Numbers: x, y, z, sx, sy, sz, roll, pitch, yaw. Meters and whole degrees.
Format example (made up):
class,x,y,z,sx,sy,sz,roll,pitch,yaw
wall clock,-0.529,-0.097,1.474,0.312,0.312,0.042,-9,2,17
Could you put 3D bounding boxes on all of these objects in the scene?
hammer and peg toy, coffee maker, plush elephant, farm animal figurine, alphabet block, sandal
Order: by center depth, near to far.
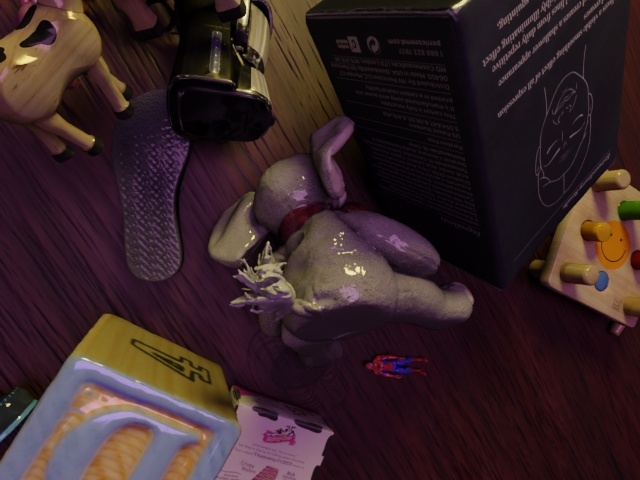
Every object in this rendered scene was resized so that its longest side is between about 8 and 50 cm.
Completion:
class,x,y,z,sx,sy,sz,roll,pitch,yaw
farm animal figurine,-0.213,-0.273,0.393,0.326,0.172,0.330,-24,62,1
alphabet block,-0.231,0.225,0.484,0.193,0.197,0.192,34,80,-17
coffee maker,-0.145,-0.219,0.519,0.171,0.120,0.178,-6,62,6
plush elephant,0.000,0.000,0.552,0.330,0.271,0.256,32,39,-49
sandal,-0.227,-0.074,0.556,0.097,0.054,0.255,5,94,-10
hammer and peg toy,0.600,0.038,0.807,0.361,0.127,0.266,25,84,-18

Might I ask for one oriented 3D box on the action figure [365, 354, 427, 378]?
class,x,y,z,sx,sy,sz,roll,pitch,yaw
action figure,0.129,0.214,0.701,0.115,0.030,0.038,6,95,-18

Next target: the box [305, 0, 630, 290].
class,x,y,z,sx,sy,sz,roll,pitch,yaw
box,0.216,-0.186,0.541,0.293,0.212,0.395,-44,133,-14

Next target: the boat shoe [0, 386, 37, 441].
class,x,y,z,sx,sy,sz,roll,pitch,yaw
boat shoe,-0.458,0.250,0.454,0.258,0.109,0.089,-38,100,-17

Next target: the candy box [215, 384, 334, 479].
class,x,y,z,sx,sy,sz,roll,pitch,yaw
candy box,-0.103,0.353,0.599,0.159,0.071,0.234,27,84,-19
